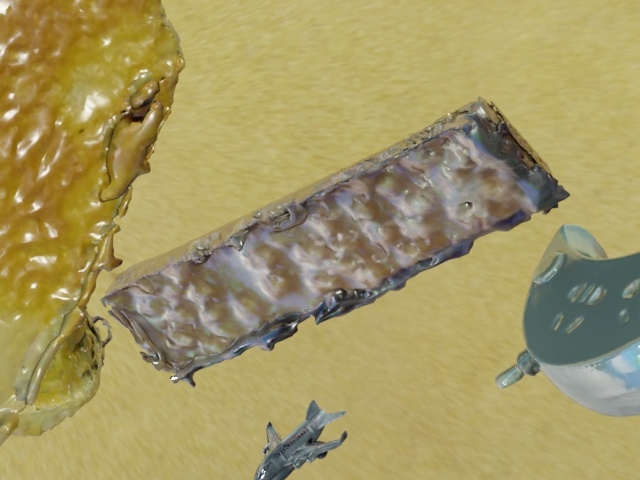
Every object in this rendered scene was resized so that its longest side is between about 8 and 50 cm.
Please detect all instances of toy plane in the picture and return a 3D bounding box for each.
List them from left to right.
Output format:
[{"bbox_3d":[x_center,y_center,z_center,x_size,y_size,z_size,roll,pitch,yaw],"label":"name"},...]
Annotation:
[{"bbox_3d":[-0.018,0.145,1.381,0.083,0.078,0.031,-52,123,-28],"label":"toy plane"}]

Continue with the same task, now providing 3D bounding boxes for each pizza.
[{"bbox_3d":[-0.151,-0.063,0.788,0.189,0.071,0.297,-25,104,-19],"label":"pizza"}]

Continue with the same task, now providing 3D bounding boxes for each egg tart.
[{"bbox_3d":[-0.299,0.056,1.768,0.290,0.291,0.107,23,121,-11],"label":"egg tart"}]

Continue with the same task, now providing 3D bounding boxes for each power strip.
[{"bbox_3d":[0.194,0.027,1.156,0.054,0.253,0.167,43,48,-17],"label":"power strip"}]

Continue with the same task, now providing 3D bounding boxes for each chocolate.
[{"bbox_3d":[0.003,-0.002,1.296,0.329,0.065,0.102,-26,126,29],"label":"chocolate"}]
